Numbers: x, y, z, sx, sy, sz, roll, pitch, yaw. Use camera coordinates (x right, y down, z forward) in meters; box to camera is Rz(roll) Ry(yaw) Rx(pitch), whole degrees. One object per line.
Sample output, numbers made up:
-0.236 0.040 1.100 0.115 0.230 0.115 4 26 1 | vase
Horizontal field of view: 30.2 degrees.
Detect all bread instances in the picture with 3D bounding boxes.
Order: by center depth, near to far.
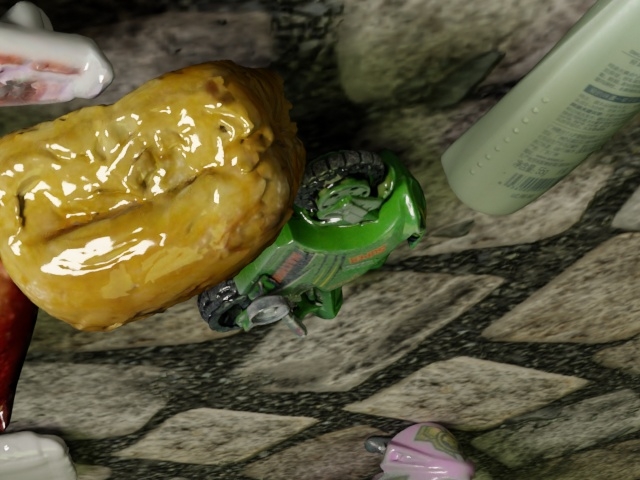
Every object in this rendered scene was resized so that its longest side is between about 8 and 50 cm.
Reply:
-0.061 -0.026 0.495 0.114 0.083 0.211 -23 -172 6 | bread

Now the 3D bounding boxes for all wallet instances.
-0.293 0.191 0.962 0.183 0.031 0.124 -10 153 -9 | wallet

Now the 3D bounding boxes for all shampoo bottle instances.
0.138 -0.082 0.603 0.072 0.049 0.212 7 148 -26 | shampoo bottle

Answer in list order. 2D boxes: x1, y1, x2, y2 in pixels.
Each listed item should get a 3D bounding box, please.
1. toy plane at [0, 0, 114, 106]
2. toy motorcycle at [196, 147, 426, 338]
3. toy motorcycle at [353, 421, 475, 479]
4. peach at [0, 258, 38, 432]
-0.180 -0.092 0.374 0.252 0.118 0.252 -8 154 -4 | toy plane
0.000 0.000 0.689 0.106 0.074 0.190 -6 154 -32 | toy motorcycle
0.059 0.284 1.172 0.143 0.188 0.327 16 157 -28 | toy motorcycle
-0.235 0.027 0.519 0.154 0.158 0.267 4 162 -38 | peach
